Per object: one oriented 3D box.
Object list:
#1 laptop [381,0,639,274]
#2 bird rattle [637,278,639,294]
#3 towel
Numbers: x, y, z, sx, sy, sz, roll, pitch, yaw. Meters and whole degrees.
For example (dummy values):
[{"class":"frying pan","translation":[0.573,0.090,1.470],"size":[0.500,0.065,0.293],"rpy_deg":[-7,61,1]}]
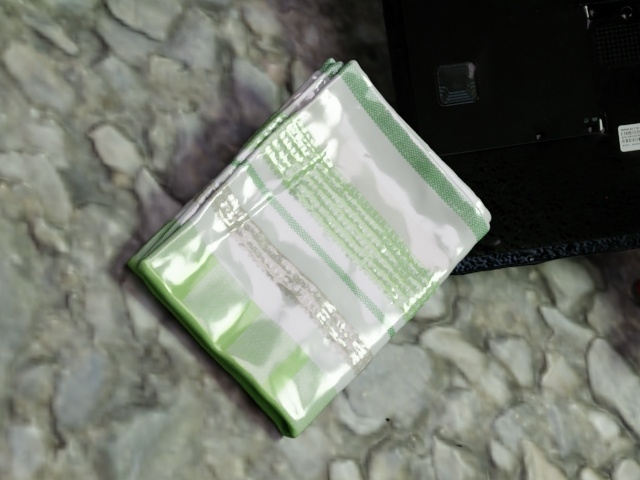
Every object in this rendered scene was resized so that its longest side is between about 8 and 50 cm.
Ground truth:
[{"class":"laptop","translation":[0.145,-0.130,0.948],"size":[0.234,0.136,0.264],"rpy_deg":[-9,93,1]},{"class":"bird rattle","translation":[0.298,0.077,0.971],"size":[0.253,0.143,0.207],"rpy_deg":[38,14,30]},{"class":"towel","translation":[0.000,0.000,0.837],"size":[0.113,0.023,0.152],"rpy_deg":[46,62,-5]}]
